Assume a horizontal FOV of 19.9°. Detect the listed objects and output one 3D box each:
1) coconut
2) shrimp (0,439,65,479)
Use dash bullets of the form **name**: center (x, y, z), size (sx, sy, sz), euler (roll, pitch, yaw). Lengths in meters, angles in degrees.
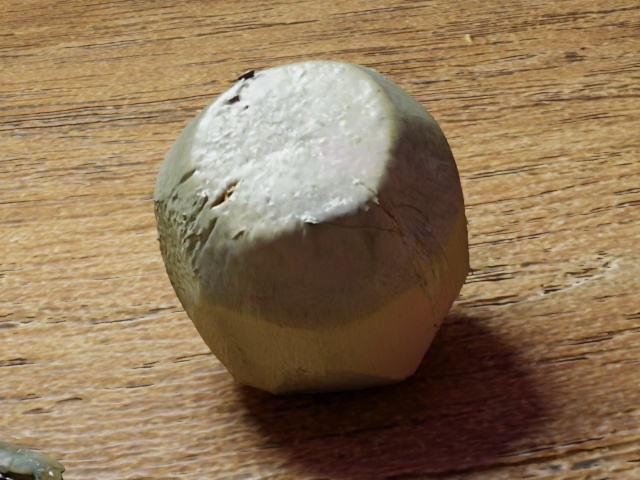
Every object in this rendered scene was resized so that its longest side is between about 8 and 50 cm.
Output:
- **coconut**: center (-0.002, 0.001, 1.289), size (0.227, 0.230, 0.227), euler (-5, 55, 7)
- **shrimp**: center (-0.246, 0.183, 1.190), size (0.148, 0.035, 0.195), euler (7, 28, 25)
